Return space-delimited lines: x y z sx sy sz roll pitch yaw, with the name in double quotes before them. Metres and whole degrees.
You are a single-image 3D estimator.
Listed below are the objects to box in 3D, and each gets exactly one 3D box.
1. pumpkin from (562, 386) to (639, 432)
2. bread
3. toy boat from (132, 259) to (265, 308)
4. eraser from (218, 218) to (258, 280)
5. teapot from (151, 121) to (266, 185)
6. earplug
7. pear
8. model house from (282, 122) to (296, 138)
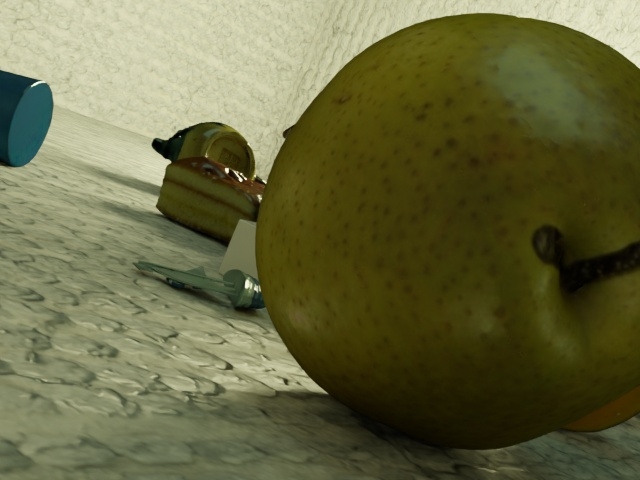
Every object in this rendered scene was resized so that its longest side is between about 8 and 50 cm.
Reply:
"pumpkin" 0.283 0.091 1.054 0.280 0.190 0.139 53 8 -39
"bread" -0.131 -0.054 1.545 0.184 0.110 0.234 25 5 24
"toy boat" -0.117 0.043 1.005 0.149 0.034 0.105 19 4 -41
"eraser" 0.024 0.065 1.138 0.298 0.076 0.078 24 6 24
"teapot" -0.220 -0.139 1.902 0.269 0.173 0.183 30 -25 -33
"earplug" -0.548 -0.212 1.376 0.273 0.132 0.132 19 5 5
"pear" 0.124 -0.010 0.783 0.363 0.362 0.418 21 9 -13
"model house" 0.085 -0.091 1.520 0.326 0.169 0.244 46 21 -30
